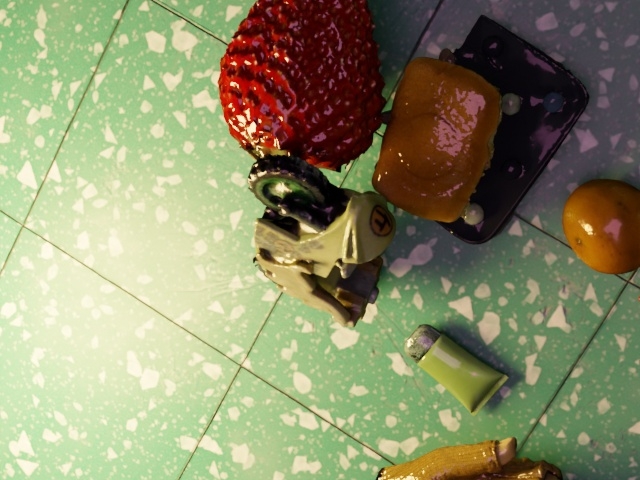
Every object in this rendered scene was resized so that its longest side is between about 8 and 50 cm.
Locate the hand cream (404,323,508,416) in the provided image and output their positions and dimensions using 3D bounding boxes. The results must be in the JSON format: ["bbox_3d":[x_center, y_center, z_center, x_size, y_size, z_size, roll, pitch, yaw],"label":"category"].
[{"bbox_3d":[0.225,0.216,1.958,0.175,0.046,0.095,37,106,1],"label":"hand cream"}]

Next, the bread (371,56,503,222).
[{"bbox_3d":[0.184,-0.156,1.751,0.174,0.121,0.245,23,114,12],"label":"bread"}]

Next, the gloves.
[{"bbox_3d":[0.256,0.435,1.924,0.356,0.155,0.203,-10,89,33],"label":"gloves"}]

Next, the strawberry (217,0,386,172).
[{"bbox_3d":[-0.040,-0.292,1.821,0.312,0.267,0.351,26,115,57],"label":"strawberry"}]

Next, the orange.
[{"bbox_3d":[0.462,-0.026,1.798,0.136,0.159,0.159,-28,90,-15],"label":"orange"}]

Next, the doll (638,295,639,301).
[{"bbox_3d":[0.605,0.123,1.823,0.109,0.057,0.169,-40,89,21],"label":"doll"}]

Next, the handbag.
[{"bbox_3d":[0.247,-0.183,1.852,0.269,0.118,0.325,35,104,9],"label":"handbag"}]

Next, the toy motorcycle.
[{"bbox_3d":[0.000,0.000,1.837,0.237,0.410,0.168,22,65,9],"label":"toy motorcycle"}]
